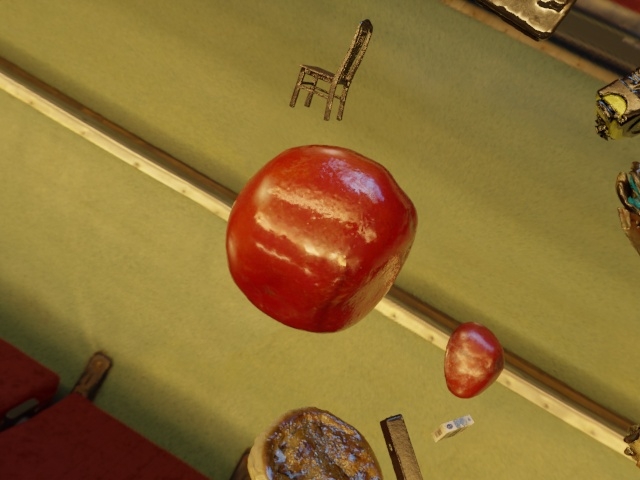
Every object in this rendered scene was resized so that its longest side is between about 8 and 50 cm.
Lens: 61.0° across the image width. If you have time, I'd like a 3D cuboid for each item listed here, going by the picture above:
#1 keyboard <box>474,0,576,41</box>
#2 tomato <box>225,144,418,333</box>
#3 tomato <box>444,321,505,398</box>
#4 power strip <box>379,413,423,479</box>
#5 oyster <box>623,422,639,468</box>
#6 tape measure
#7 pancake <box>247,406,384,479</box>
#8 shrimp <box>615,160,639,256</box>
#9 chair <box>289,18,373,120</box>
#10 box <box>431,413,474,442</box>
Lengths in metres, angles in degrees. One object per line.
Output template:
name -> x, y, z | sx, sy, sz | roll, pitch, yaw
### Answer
keyboard -> 0.153, -0.246, 0.223 | 0.100, 0.018, 0.310 | 36, 111, 6
tomato -> 0.000, 0.000, 0.944 | 0.293, 0.325, 0.290 | 32, 50, 8
tomato -> 0.325, 0.252, 1.112 | 0.091, 0.138, 0.159 | 10, 95, 49
power strip -> 0.112, 0.296, 0.742 | 0.029, 0.038, 0.111 | -10, 66, -15
oyster -> 0.492, 0.275, 0.697 | 0.163, 0.081, 0.191 | 15, 135, 10
tape measure -> 0.687, -0.301, 1.180 | 0.199, 0.186, 0.112 | -28, 68, 17
pancake -> 0.002, 0.230, 0.541 | 0.158, 0.158, 0.028 | 35, 116, 8
shrimp -> 0.829, 0.003, 1.230 | 0.445, 0.110, 0.221 | 42, 138, -9
chair -> 0.023, -0.366, 1.134 | 0.101, 0.084, 0.213 | 26, 112, 18
box -> 0.292, 0.414, 1.199 | 0.024, 0.083, 0.054 | 61, 143, 34
